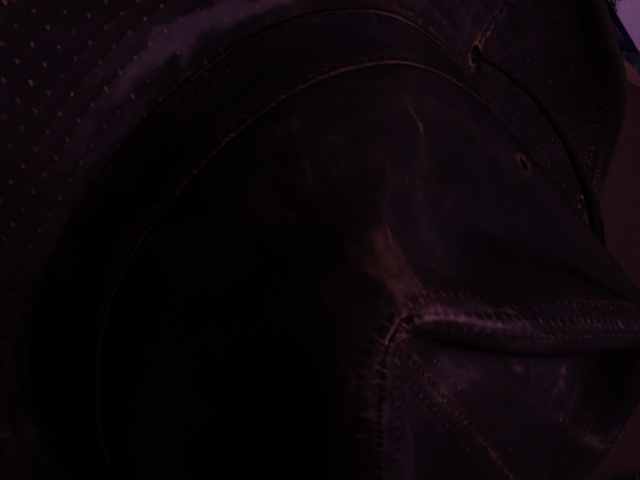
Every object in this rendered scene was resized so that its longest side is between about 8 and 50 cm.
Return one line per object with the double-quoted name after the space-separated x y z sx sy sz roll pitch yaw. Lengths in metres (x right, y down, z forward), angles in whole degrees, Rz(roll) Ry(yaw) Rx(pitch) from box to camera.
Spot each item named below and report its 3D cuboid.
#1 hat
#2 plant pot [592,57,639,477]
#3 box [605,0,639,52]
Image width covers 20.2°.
0.011 0.036 0.543 0.331 0.134 0.331 -24 136 -26 "hat"
0.207 0.029 0.993 0.263 0.229 0.263 -29 123 -59 "plant pot"
0.171 -0.246 1.047 0.159 0.044 0.233 34 66 -63 "box"
